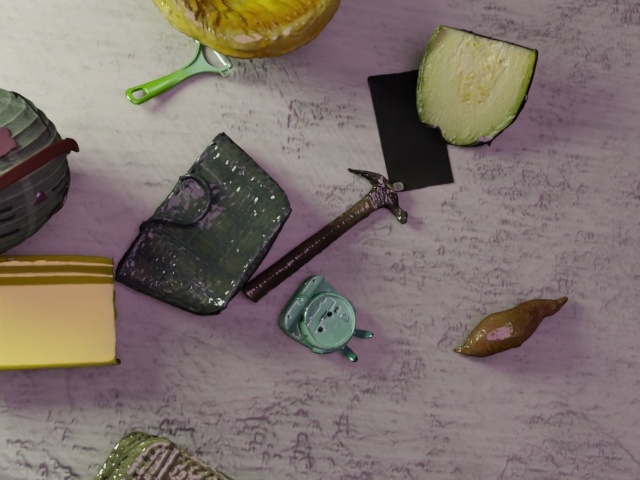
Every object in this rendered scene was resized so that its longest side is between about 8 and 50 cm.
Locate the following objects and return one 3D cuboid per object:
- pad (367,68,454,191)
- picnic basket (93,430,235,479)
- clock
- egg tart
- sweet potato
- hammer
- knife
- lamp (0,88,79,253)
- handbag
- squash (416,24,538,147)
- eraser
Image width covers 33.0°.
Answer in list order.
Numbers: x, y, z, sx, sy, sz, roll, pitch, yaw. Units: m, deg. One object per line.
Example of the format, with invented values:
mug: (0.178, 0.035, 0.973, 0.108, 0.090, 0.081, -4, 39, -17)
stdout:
pad: (0.145, -0.177, 1.729, 0.116, 0.004, 0.193, -10, 86, -20)
picnic basket: (-0.218, 0.337, 1.444, 0.154, 0.196, 0.134, 37, 74, -11)
clock: (0.012, 0.123, 1.628, 0.135, 0.041, 0.101, 37, 74, -12)
egg tart: (-0.124, -0.397, 1.594, 0.319, 0.128, 0.319, 4, 76, -18)
sweet potato: (0.316, 0.133, 1.722, 0.226, 0.068, 0.068, -23, 92, -21)
hammer: (0.000, 0.000, 1.647, 0.297, 0.027, 0.125, -38, 97, -18)
knife: (-0.212, -0.242, 1.600, 0.166, 0.022, 0.078, -33, 71, -19)
lamp: (-0.453, -0.083, 1.399, 0.265, 0.233, 0.233, -37, 97, -34)
handbag: (-0.161, -0.012, 1.568, 0.175, 0.088, 0.270, 35, 76, -3)
squash: (0.232, -0.249, 1.741, 0.192, 0.085, 0.184, 13, 109, -15)
eraser: (-0.390, 0.099, 1.479, 0.226, 0.069, 0.158, -1, 87, -20)
